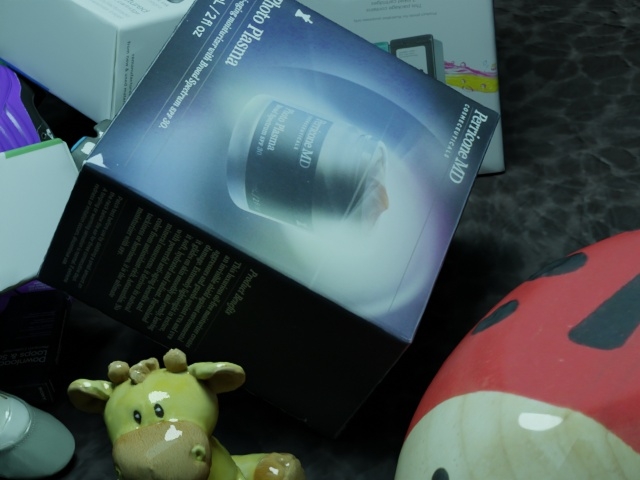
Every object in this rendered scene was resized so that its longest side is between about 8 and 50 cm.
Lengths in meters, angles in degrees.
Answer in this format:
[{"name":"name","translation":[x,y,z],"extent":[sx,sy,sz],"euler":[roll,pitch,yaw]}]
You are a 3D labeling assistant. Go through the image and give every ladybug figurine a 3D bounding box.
[{"name":"ladybug figurine","translation":[0.225,0.116,1.025],"extent":[0.305,0.162,0.449],"euler":[11,33,32]}]

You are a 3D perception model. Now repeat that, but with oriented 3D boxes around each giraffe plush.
[{"name":"giraffe plush","translation":[-0.106,0.173,1.078],"extent":[0.181,0.170,0.210],"euler":[-25,40,-16]}]

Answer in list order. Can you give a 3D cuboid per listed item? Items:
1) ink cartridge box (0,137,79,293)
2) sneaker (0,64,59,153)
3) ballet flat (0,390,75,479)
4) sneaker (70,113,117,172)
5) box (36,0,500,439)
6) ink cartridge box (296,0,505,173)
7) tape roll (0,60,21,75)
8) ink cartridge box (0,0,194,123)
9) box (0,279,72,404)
[{"name":"ink cartridge box","translation":[-0.367,0.021,1.256],"extent":[0.278,0.117,0.201],"euler":[-22,4,22]},{"name":"sneaker","translation":[-0.343,-0.073,1.502],"extent":[0.146,0.102,0.293],"euler":[18,53,-30]},{"name":"ballet flat","translation":[-0.317,0.151,1.221],"extent":[0.213,0.068,0.072],"euler":[18,61,20]},{"name":"sneaker","translation":[-0.115,-0.115,1.420],"extent":[0.140,0.125,0.341],"euler":[40,66,4]},{"name":"box","translation":[-0.036,-0.042,1.210],"extent":[0.294,0.182,0.296],"euler":[29,49,-5]},{"name":"ink cartridge box","translation":[0.082,-0.223,1.443],"extent":[0.197,0.270,0.198],"euler":[-5,39,7]},{"name":"tape roll","translation":[-0.522,-0.165,1.687],"extent":[0.321,0.077,0.321],"euler":[-7,39,6]},{"name":"ink cartridge box","translation":[-0.191,-0.262,1.593],"extent":[0.223,0.129,0.307],"euler":[31,37,31]},{"name":"box","translation":[-0.304,0.098,1.339],"extent":[0.116,0.029,0.162],"euler":[-9,40,5]}]
